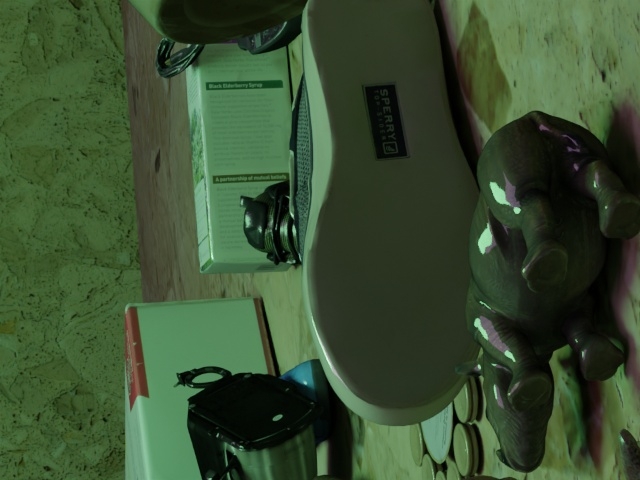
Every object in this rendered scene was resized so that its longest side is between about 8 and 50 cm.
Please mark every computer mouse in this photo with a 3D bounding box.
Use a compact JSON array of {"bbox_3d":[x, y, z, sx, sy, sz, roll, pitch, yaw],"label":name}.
[{"bbox_3d":[-0.078,-0.198,1.803,0.242,0.041,0.071,-14,79,51],"label":"computer mouse"}]

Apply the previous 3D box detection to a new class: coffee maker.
[{"bbox_3d":[-0.054,0.222,1.800,0.171,0.120,0.178,-124,22,-63],"label":"coffee maker"}]

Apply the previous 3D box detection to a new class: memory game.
[{"bbox_3d":[0.085,0.108,1.370,0.186,0.012,0.186,176,90,-79],"label":"memory game"}]

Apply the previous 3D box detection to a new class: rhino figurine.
[{"bbox_3d":[0.115,0.036,1.029,0.106,0.073,0.243,-111,18,-44],"label":"rhino figurine"}]

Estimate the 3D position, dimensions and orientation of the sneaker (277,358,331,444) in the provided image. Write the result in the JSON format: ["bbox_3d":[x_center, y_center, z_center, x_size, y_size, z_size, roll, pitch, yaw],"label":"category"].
[{"bbox_3d":[-0.039,0.167,1.862,0.209,0.082,0.069,119,147,-68],"label":"sneaker"}]

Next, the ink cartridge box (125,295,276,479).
[{"bbox_3d":[-0.134,0.295,2.192,0.279,0.160,0.384,-105,15,-45],"label":"ink cartridge box"}]

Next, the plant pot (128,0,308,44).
[{"bbox_3d":[-0.096,-0.318,1.483,0.323,0.323,0.280,110,137,-65],"label":"plant pot"}]

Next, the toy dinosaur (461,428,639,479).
[{"bbox_3d":[0.138,0.212,0.880,0.295,0.127,0.200,113,145,-43],"label":"toy dinosaur"}]

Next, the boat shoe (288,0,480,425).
[{"bbox_3d":[0.042,-0.006,1.301,0.158,0.127,0.340,96,174,-58],"label":"boat shoe"}]

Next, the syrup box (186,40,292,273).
[{"bbox_3d":[-0.077,-0.089,1.907,0.093,0.096,0.237,142,125,-75],"label":"syrup box"}]

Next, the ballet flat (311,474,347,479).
[{"bbox_3d":[0.032,0.238,1.613,0.084,0.058,0.250,64,175,-1],"label":"ballet flat"}]

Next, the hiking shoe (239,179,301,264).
[{"bbox_3d":[0.000,0.000,1.494,0.227,0.114,0.086,-137,43,-74],"label":"hiking shoe"}]
